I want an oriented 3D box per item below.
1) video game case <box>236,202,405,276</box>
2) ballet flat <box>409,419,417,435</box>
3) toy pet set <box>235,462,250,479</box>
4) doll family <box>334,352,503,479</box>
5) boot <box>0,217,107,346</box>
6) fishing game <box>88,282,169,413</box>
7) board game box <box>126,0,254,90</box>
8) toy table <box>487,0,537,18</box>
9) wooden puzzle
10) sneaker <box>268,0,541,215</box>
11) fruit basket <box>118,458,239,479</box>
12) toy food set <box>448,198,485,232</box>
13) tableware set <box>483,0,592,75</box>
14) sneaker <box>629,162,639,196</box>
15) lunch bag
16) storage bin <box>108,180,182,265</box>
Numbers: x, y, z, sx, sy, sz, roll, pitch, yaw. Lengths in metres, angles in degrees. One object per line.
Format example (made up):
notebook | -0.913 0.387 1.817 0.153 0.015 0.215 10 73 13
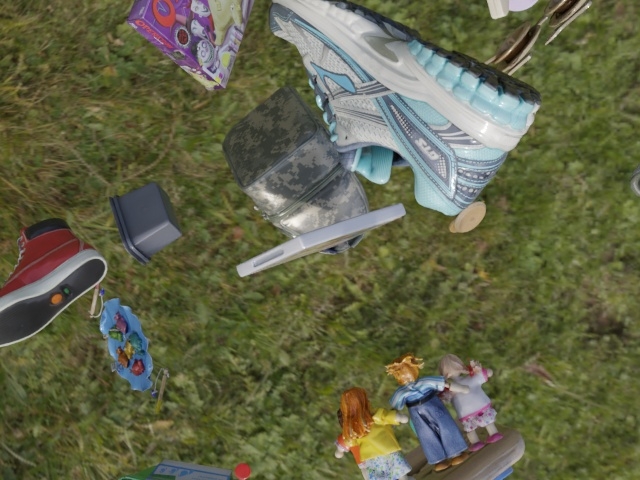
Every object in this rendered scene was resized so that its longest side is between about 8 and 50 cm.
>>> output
video game case | 0.000 0.000 1.427 0.227 0.206 0.026 -19 87 -37
ballet flat | 0.290 0.505 2.045 0.077 0.077 0.231 -29 94 -56
toy pet set | -0.039 0.285 0.814 0.122 0.065 0.114 21 82 9
doll family | 0.122 0.249 1.184 0.263 0.118 0.163 -29 81 12
boot | -0.505 0.063 1.424 0.244 0.176 0.088 -37 142 -23
fishing game | -0.367 0.197 1.566 0.041 0.264 0.189 -21 150 -36
board game box | -0.189 -0.456 1.430 0.208 0.056 0.346 33 65 -44
toy table | 0.354 -0.585 1.699 0.161 0.252 0.274 -42 106 -48
wooden puzzle | 0.192 0.431 1.460 0.322 0.348 0.080 -35 87 -5
sneaker | 0.032 -0.117 0.672 0.110 0.283 0.122 8 113 -43
fruit basket | -0.245 0.484 1.355 0.327 0.353 0.165 7 96 11
toy food set | 0.305 -0.049 1.732 0.083 0.020 0.083 -10 135 -35
tableware set | 0.293 -0.298 1.138 0.039 0.194 0.128 39 49 -9
sneaker | 0.453 -0.043 0.919 0.108 0.271 0.100 -38 120 -5
lunch bag | -0.036 -0.130 1.717 0.212 0.305 0.256 -41 122 6
storage bin | -0.311 -0.035 1.538 0.091 0.135 0.098 -28 146 5
